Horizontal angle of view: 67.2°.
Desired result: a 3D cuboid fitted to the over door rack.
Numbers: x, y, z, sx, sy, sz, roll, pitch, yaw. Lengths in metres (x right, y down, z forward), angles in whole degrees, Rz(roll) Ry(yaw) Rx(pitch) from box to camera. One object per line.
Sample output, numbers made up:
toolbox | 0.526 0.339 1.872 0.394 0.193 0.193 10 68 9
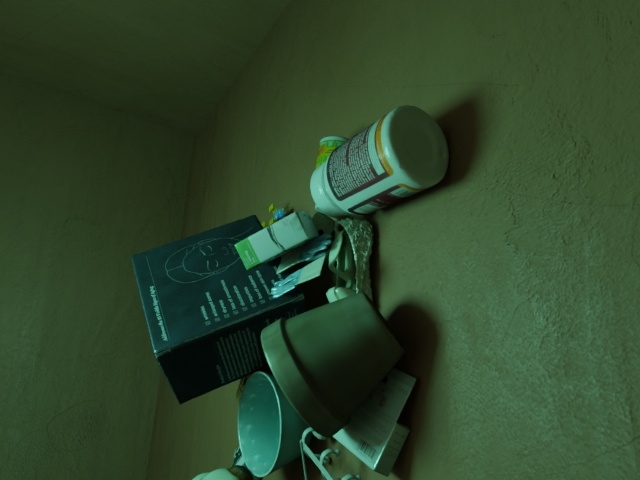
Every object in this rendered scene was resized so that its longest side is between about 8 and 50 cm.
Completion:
over door rack | 0.027 0.713 1.317 0.239 0.108 0.324 24 112 60

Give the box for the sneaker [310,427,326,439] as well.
sneaker | 0.025 0.473 1.436 0.095 0.090 0.235 -10 70 48

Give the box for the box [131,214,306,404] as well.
box | -0.348 0.213 1.669 0.480 0.472 0.297 -126 24 -45

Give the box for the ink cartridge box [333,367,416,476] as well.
ink cartridge box | 0.134 0.445 1.285 0.239 0.060 0.275 -60 27 -12

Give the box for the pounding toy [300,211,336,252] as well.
pounding toy | -0.004 0.008 1.650 0.094 0.206 0.181 37 97 12

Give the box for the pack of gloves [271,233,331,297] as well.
pack of gloves | -0.050 0.085 1.470 0.232 0.046 0.195 -29 30 36

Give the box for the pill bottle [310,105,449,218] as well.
pill bottle | 0.150 -0.202 1.381 0.392 0.224 0.224 -22 59 54

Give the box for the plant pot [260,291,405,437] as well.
plant pot | 0.050 0.286 1.249 0.280 0.323 0.323 -36 38 3

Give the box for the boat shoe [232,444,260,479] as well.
boat shoe | -0.263 0.784 1.754 0.105 0.113 0.306 30 100 66

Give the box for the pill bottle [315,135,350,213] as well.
pill bottle | 0.047 -0.219 1.649 0.136 0.136 0.246 -11 68 58

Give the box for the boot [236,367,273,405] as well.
boot | -0.276 0.527 1.921 0.283 0.109 0.220 55 129 45

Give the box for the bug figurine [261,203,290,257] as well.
bug figurine | -0.190 -0.001 2.022 0.216 0.072 0.279 -35 53 57

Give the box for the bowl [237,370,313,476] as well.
bowl | -0.132 0.583 1.552 0.311 0.163 0.311 -22 63 54

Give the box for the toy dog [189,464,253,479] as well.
toy dog | -0.302 0.900 1.482 0.395 0.284 0.408 6 113 42

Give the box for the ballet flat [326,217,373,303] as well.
ballet flat | 0.077 0.120 1.449 0.147 0.147 0.409 -26 56 53

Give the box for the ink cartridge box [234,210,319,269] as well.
ink cartridge box | -0.129 -0.003 1.491 0.219 0.160 0.092 -27 88 13
